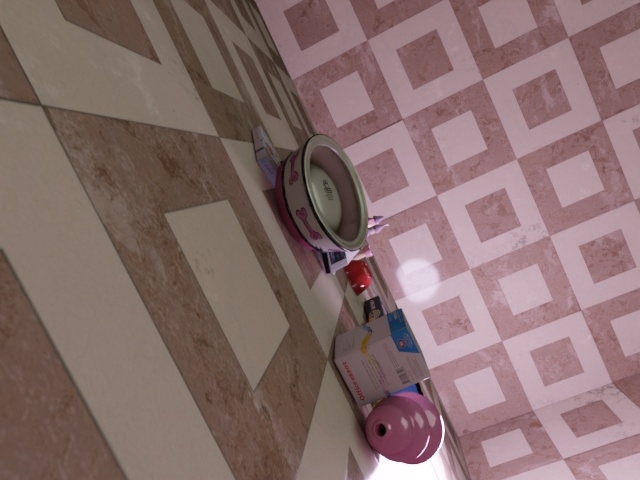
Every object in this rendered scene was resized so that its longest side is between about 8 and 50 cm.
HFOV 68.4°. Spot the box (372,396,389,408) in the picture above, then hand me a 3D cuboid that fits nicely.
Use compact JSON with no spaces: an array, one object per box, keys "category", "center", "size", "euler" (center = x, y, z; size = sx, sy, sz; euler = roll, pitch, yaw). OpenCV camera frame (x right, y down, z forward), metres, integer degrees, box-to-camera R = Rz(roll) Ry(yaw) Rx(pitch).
[{"category":"box","center":[0.228,0.579,1.606],"size":[0.169,0.059,0.054],"euler":[53,15,-51]}]

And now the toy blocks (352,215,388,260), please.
[{"category":"toy blocks","center":[0.214,-0.096,2.537],"size":[0.288,0.260,0.309],"euler":[46,22,-60]}]

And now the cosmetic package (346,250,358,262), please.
[{"category":"cosmetic package","center":[0.080,0.000,2.067],"size":[0.060,0.099,0.239],"euler":[22,-24,42]}]

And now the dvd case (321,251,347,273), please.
[{"category":"dvd case","center":[0.042,-0.005,1.811],"size":[0.179,0.029,0.239],"euler":[-18,98,-65]}]

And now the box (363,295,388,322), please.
[{"category":"box","center":[0.325,0.495,2.195],"size":[0.318,0.097,0.395],"euler":[57,13,-26]}]

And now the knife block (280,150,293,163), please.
[{"category":"knife block","center":[-0.067,-0.212,1.859],"size":[0.242,0.088,0.275],"euler":[69,11,13]}]

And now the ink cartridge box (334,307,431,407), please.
[{"category":"ink cartridge box","center":[0.178,0.345,1.407],"size":[0.171,0.232,0.168],"euler":[63,8,-9]}]

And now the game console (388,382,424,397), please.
[{"category":"game console","center":[0.311,0.588,1.765],"size":[0.085,0.144,0.124],"euler":[67,11,14]}]

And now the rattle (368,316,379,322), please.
[{"category":"rattle","center":[0.195,0.372,2.005],"size":[0.200,0.142,0.130],"euler":[-127,-141,-62]}]

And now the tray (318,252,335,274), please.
[{"category":"tray","center":[0.000,0.000,1.793],"size":[0.270,0.030,0.145],"euler":[56,32,-41]}]

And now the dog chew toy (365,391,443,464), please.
[{"category":"dog chew toy","center":[0.231,0.543,1.358],"size":[0.332,0.206,0.207],"euler":[32,33,-57]}]

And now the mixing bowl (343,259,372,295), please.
[{"category":"mixing bowl","center":[0.187,0.163,2.259],"size":[0.182,0.098,0.181],"euler":[62,10,-19]}]

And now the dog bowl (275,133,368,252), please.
[{"category":"dog bowl","center":[0.004,-0.143,1.601],"size":[0.408,0.150,0.408],"euler":[34,47,-47]}]

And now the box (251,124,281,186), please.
[{"category":"box","center":[-0.177,-0.282,1.607],"size":[0.145,0.038,0.186],"euler":[56,13,-45]}]
